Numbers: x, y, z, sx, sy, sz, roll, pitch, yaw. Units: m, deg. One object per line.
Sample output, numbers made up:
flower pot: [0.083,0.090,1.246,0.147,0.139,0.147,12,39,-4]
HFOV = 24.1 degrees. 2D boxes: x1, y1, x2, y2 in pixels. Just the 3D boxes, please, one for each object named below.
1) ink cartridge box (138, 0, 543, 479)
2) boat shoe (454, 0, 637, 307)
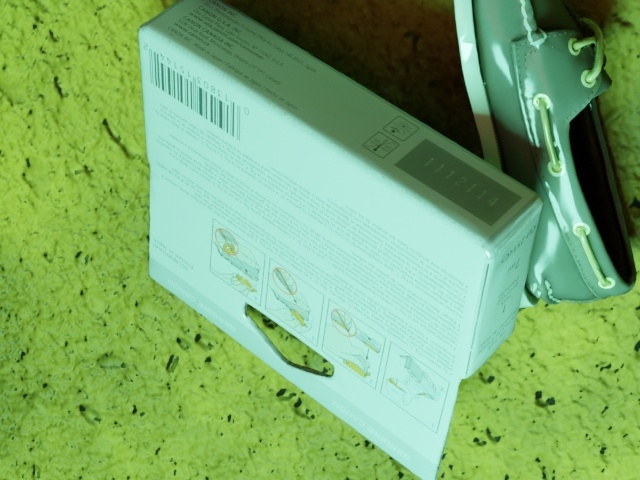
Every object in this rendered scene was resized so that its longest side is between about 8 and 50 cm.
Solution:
ink cartridge box: [0.000,0.000,1.050,0.296,0.066,0.261,34,145,23]
boat shoe: [0.147,-0.097,0.977,0.091,0.109,0.305,-2,115,21]
